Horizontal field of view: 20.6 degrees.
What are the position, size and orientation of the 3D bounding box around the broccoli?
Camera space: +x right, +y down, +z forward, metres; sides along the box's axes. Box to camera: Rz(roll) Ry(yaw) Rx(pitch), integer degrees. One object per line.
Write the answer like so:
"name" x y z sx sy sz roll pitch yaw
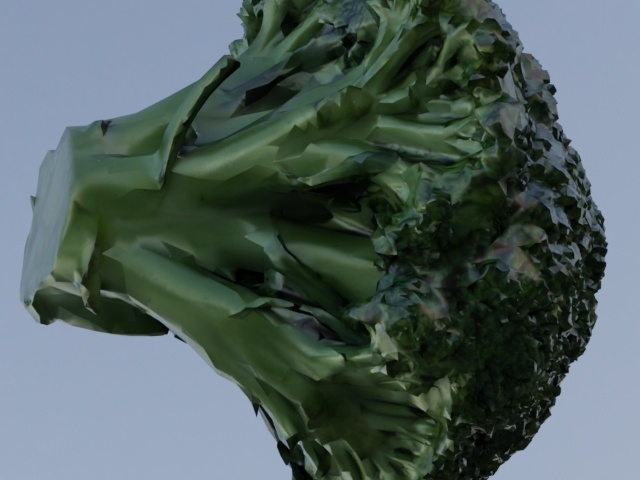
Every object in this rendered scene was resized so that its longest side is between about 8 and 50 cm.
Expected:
"broccoli" 0.000 0.000 0.755 0.241 0.269 0.261 9 -26 -15
